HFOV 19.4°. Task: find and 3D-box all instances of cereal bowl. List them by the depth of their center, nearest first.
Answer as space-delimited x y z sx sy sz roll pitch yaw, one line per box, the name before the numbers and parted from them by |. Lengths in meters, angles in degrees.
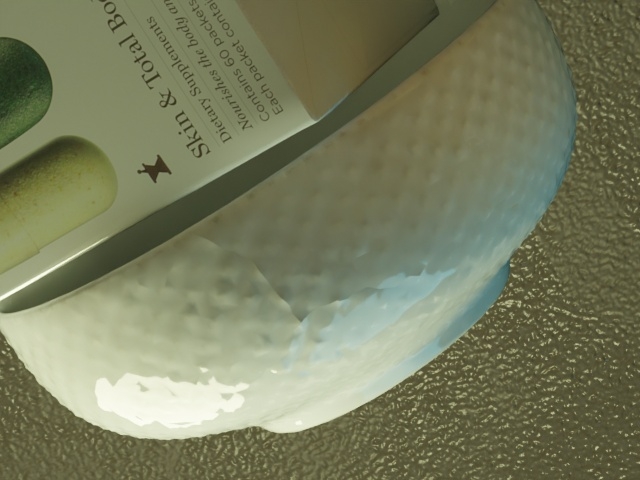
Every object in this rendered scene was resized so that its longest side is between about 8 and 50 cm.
cereal bowl | 0.000 0.000 1.009 0.339 0.141 0.339 -33 -169 7

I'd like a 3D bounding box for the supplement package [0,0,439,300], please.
supplement package | -0.122 -0.111 0.930 0.263 0.199 0.198 -28 -171 28
